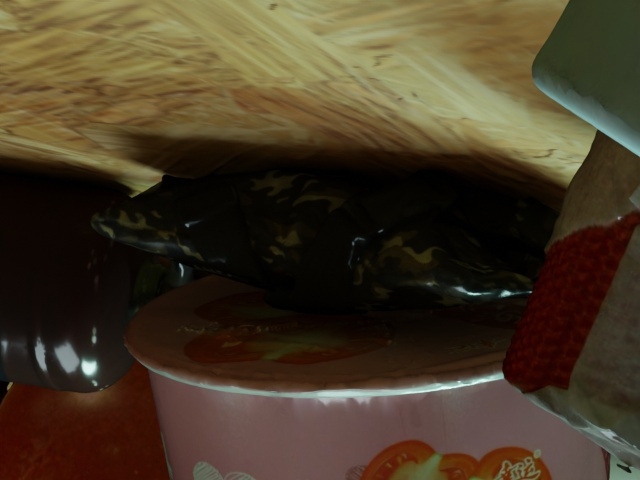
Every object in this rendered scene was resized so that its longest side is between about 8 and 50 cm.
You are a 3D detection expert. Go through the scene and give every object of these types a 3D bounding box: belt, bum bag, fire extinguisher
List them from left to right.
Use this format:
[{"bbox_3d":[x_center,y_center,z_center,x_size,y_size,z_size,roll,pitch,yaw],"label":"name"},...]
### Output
[{"bbox_3d":[-0.199,0.024,1.005,0.337,0.135,0.114,7,-154,14],"label":"fire extinguisher"},{"bbox_3d":[0.000,0.001,0.833,0.248,0.069,0.102,3,-158,31],"label":"bum bag"},{"bbox_3d":[0.169,0.028,0.667,0.201,0.124,0.128,18,-169,-30],"label":"belt"}]

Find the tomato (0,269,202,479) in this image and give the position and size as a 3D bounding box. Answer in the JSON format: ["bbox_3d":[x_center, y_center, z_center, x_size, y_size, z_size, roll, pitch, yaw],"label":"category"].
[{"bbox_3d":[-0.076,0.173,1.282,0.293,0.290,0.325,14,174,16],"label":"tomato"}]

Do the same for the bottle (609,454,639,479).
[{"bbox_3d":[0.290,0.126,1.157,0.233,0.110,0.110,1,167,44],"label":"bottle"}]

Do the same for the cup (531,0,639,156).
[{"bbox_3d":[0.220,0.062,0.400,0.331,0.257,0.311,2,169,32],"label":"cup"}]

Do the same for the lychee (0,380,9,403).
[{"bbox_3d":[-0.360,0.123,1.397,0.264,0.264,0.300,5,-163,30],"label":"lychee"}]

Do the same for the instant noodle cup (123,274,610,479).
[{"bbox_3d":[0.034,0.138,0.891,0.243,0.231,0.243,-4,-167,1],"label":"instant noodle cup"}]
